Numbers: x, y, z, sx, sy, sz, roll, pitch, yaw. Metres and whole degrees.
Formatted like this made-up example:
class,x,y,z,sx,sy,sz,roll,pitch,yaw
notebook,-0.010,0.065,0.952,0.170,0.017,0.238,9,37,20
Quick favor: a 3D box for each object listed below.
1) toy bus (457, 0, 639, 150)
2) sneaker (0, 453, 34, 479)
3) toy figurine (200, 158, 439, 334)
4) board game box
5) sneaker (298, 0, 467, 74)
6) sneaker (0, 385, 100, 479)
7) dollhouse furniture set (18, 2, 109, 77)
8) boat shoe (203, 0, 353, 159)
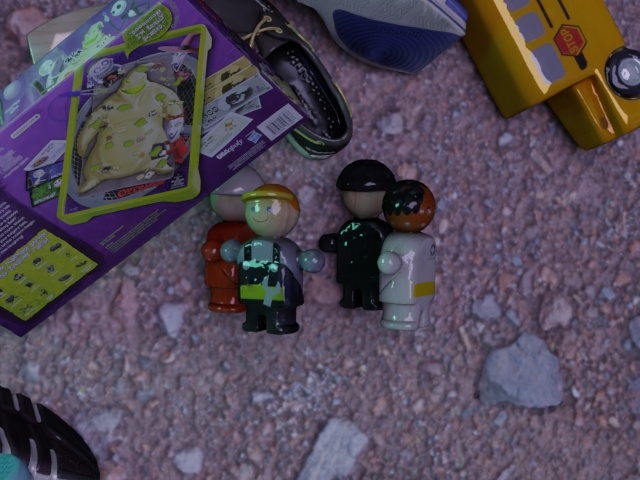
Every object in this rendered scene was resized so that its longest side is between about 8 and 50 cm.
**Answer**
class,x,y,z,sx,sy,sz,roll,pitch,yaw
toy bus,0.207,-0.242,1.459,0.130,0.108,0.333,-28,92,-14
sneaker,-0.358,0.333,1.221,0.319,0.127,0.208,-22,110,2
toy figurine,0.000,0.000,1.334,0.213,0.209,0.148,0,95,-15
board game box,-0.203,-0.066,1.244,0.346,0.208,0.056,-36,54,11
sneaker,0.014,-0.310,1.400,0.315,0.127,0.182,26,59,-24
sneaker,-0.353,0.209,1.303,0.281,0.106,0.162,26,111,-28
dollhouse furniture set,-0.276,-0.271,1.300,0.286,0.198,0.303,-14,88,-15
boat shoe,-0.047,-0.180,1.412,0.081,0.068,0.228,-42,95,-14
